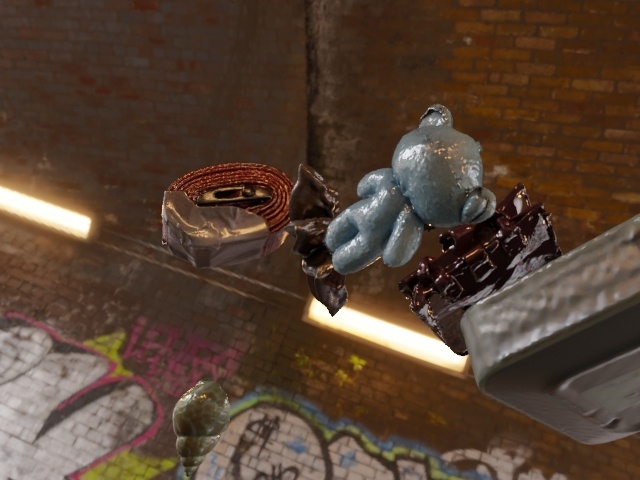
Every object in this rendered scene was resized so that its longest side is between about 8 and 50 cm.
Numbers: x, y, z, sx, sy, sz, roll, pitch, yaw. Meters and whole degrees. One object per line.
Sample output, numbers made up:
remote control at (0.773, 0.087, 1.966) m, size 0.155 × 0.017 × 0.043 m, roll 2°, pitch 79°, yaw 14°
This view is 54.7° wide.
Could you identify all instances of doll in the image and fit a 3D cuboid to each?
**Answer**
doll at (0.079, -0.029, 0.561) m, size 0.075 × 0.120 × 0.180 m, roll 3°, pitch -35°, yaw -37°

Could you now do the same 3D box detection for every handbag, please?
handbag at (0.217, 0.045, 0.817) m, size 0.216 × 0.203 × 0.074 m, roll 43°, pitch 9°, yaw -49°

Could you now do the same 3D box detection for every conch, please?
conch at (-0.249, 0.366, 1.261) m, size 0.116 × 0.106 × 0.173 m, roll 35°, pitch -63°, yaw 16°

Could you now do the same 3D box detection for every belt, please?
belt at (-0.132, -0.042, 0.907) m, size 0.200 × 0.128 × 0.124 m, roll -11°, pitch -20°, yaw -18°

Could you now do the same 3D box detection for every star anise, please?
star anise at (-0.001, -0.012, 0.867) m, size 0.073 × 0.197 × 0.212 m, roll -11°, pitch -29°, yaw 7°

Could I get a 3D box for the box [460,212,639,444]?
box at (0.416, 0.104, 0.721) m, size 0.396 × 0.111 × 0.396 m, roll -34°, pitch -45°, yaw 27°
